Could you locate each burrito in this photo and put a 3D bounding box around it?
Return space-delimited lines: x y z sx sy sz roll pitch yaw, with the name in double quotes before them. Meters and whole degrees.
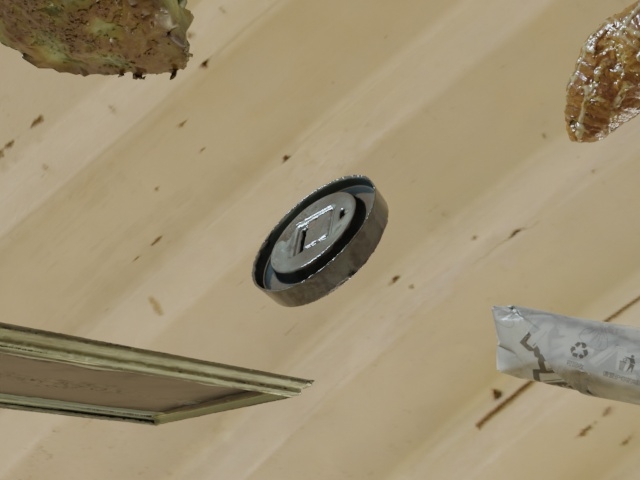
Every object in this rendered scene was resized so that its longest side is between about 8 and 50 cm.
"burrito" 0.225 0.094 0.676 0.064 0.203 0.064 -28 -58 -56

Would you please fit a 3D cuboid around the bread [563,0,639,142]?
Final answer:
"bread" 0.350 -0.212 0.989 0.076 0.233 0.105 15 -147 -48

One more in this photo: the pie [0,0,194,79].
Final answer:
"pie" -0.314 -0.300 1.001 0.355 0.288 0.102 32 -118 -37

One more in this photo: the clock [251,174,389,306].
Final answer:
"clock" 0.000 0.000 1.201 0.042 0.215 0.215 47 -117 -25

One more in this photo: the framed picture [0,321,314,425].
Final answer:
"framed picture" -0.187 0.113 0.681 0.293 0.231 0.018 17 -117 -39
